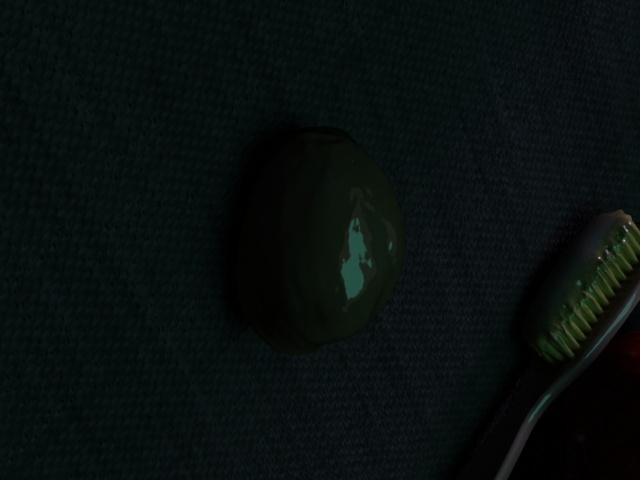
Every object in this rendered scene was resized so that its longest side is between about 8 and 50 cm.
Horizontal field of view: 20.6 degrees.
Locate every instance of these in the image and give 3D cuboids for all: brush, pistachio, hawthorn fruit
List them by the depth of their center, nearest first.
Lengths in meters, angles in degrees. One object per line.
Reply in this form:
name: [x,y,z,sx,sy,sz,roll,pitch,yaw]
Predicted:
pistachio: [0.000,0.000,1.144,0.113,0.113,0.149,-4,93,-47]
brush: [0.169,0.099,1.402,0.067,0.072,0.313,41,75,-23]
hawthorn fruit: [0.301,0.190,1.428,0.258,0.258,0.262,19,114,-49]
